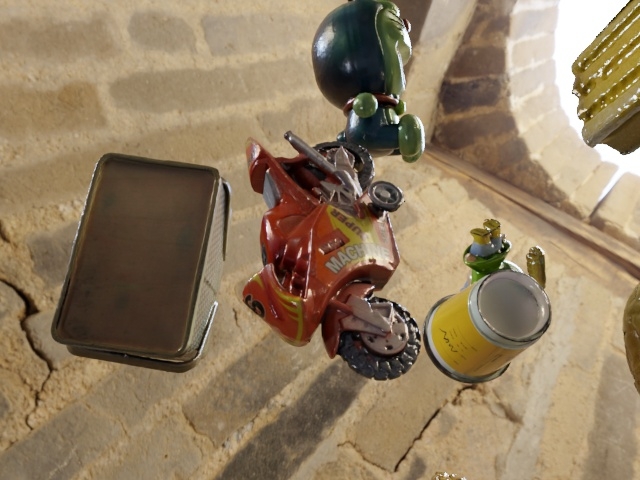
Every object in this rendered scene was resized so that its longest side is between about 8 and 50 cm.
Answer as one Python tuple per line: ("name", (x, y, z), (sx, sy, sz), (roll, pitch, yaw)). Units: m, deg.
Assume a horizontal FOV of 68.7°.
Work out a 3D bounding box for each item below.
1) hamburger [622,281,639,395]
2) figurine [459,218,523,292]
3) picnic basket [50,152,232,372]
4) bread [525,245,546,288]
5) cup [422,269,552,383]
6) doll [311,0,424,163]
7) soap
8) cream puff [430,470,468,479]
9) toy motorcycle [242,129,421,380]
("hamburger", (0.569, 0.132, 0.710), (0.135, 0.284, 0.265), (7, -127, -4))
("figurine", (0.404, 0.085, 1.112), (0.162, 0.263, 0.143), (-29, -151, -27))
("picnic basket", (-0.216, 0.031, 0.615), (0.165, 0.139, 0.266), (7, -108, -3))
("bread", (0.431, 0.056, 0.936), (0.034, 0.087, 0.049), (-5, -171, 19))
("cup", (0.320, 0.167, 0.917), (0.197, 0.279, 0.196), (1, -116, -3))
("doll", (0.084, -0.294, 0.857), (0.186, 0.198, 0.321), (-10, -97, 12))
("soap", (0.714, -0.393, 1.002), (0.156, 0.335, 0.293), (12, -120, -11))
("cream puff", (0.288, 0.522, 0.850), (0.169, 0.183, 0.183), (-5, -142, 23))
("toy motorcycle", (0.002, 0.001, 0.486), (0.171, 0.089, 0.298), (-5, -124, -8))
